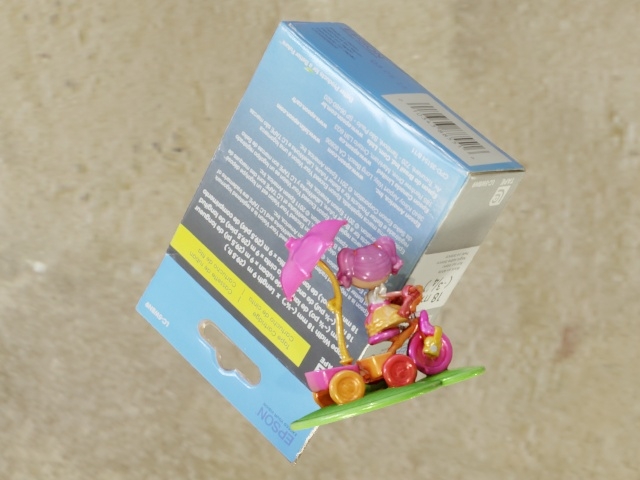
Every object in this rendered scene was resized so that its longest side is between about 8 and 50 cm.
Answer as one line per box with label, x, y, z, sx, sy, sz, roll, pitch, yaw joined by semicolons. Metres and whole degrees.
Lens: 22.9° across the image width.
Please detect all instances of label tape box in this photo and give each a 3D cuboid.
label tape box;0.000;0.000;1.467;0.106;0.240;0.334;-9;135;-53

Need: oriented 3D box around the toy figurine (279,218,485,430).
toy figurine;0.036;0.056;1.301;0.173;0.130;0.159;-15;86;-19
